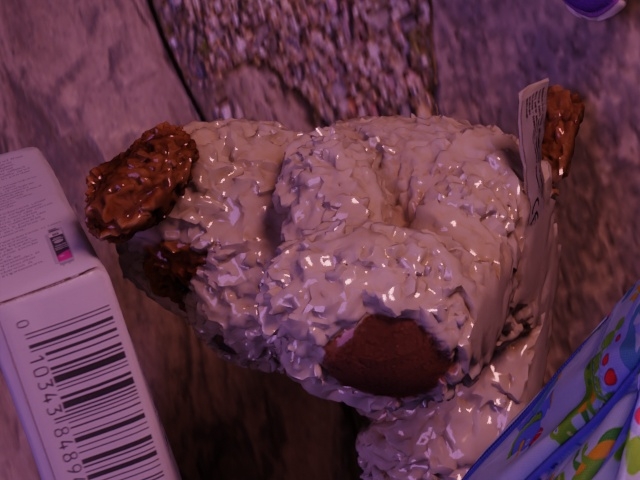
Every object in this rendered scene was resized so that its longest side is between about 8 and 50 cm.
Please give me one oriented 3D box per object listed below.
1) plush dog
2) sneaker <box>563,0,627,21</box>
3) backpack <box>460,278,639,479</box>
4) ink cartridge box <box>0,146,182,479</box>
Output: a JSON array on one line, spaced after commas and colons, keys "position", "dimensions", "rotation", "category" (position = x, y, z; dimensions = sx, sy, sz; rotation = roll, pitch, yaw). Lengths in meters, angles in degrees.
[{"position": [0.000, 0.000, 0.924], "dimensions": [0.225, 0.262, 0.211], "rotation": [10, 68, 19], "category": "plush dog"}, {"position": [0.099, -0.177, 0.913], "dimensions": [0.068, 0.071, 0.170], "rotation": [-48, 60, 36], "category": "sneaker"}, {"position": [0.148, 0.174, 0.707], "dimensions": [0.290, 0.273, 0.355], "rotation": [43, 141, -2], "category": "backpack"}, {"position": [-0.122, 0.120, 1.039], "dimensions": [0.330, 0.071, 0.324], "rotation": [-129, 21, -68], "category": "ink cartridge box"}]
